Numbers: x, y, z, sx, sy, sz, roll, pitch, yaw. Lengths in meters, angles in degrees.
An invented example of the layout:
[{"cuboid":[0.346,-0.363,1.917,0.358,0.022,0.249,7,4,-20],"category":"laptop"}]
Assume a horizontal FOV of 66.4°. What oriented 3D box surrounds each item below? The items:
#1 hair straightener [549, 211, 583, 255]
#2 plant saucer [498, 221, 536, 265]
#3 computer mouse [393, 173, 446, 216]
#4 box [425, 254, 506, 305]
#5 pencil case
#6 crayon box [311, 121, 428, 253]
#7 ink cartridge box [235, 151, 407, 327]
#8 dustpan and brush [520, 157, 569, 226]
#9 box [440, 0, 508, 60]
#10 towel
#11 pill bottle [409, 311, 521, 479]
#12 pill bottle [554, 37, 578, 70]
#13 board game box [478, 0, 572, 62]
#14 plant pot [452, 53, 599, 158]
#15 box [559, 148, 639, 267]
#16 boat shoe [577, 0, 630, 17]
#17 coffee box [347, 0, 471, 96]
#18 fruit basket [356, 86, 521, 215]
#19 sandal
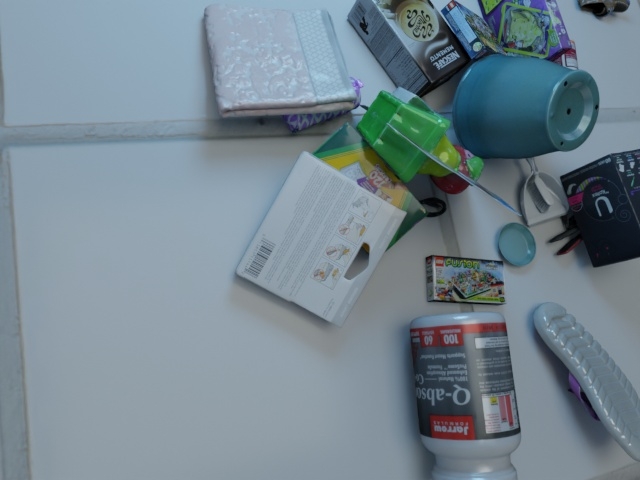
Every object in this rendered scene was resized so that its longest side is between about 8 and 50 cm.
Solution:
[{"cuboid":[0.720,-0.048,1.372,0.230,0.047,0.089,-31,88,-22],"category":"hair straightener"},{"cuboid":[0.520,0.011,1.307,0.119,0.021,0.119,4,75,-16],"category":"plant saucer"},{"cuboid":[0.212,-0.113,1.234,0.242,0.041,0.071,20,83,-20],"category":"computer mouse"},{"cuboid":[0.365,0.101,1.227,0.207,0.036,0.114,5,75,-17],"category":"box"},{"cuboid":[0.002,-0.334,1.189,0.206,0.088,0.086,-27,76,-23],"category":"pencil case"},{"cuboid":[0.092,-0.111,1.136,0.165,0.081,0.278,-42,92,2],"category":"crayon box"},{"cuboid":[0.000,0.000,1.064,0.261,0.066,0.296,30,91,-8],"category":"ink cartridge box"},{"cuboid":[0.599,-0.160,1.351,0.147,0.060,0.211,-17,75,-16],"category":"dustpan and brush"},{"cuboid":[0.429,-0.554,1.334,0.233,0.044,0.159,-14,71,-52],"category":"box"},{"cuboid":[-0.099,-0.430,1.143,0.317,0.053,0.332,-6,62,-13],"category":"towel"},{"cuboid":[0.313,0.344,1.057,0.210,0.210,0.363,1,76,-18],"category":"pill bottle"},{"cuboid":[0.725,-0.521,1.470,0.086,0.086,0.152,5,76,-17],"category":"pill bottle"},{"cuboid":[0.560,-0.637,1.380,0.056,0.208,0.347,-10,81,-20],"category":"board game box"},{"cuboid":[0.515,-0.324,1.208,0.271,0.255,0.272,-8,109,-26],"category":"plant pot"},{"cuboid":[0.789,-0.083,1.299,0.143,0.165,0.270,-12,79,-26],"category":"box"},{"cuboid":[0.932,-0.775,1.616,0.183,0.066,0.066,8,79,-6],"category":"boat shoe"},{"cuboid":[0.235,-0.539,1.297,0.168,0.119,0.297,-36,90,-23],"category":"coffee box"},{"cuboid":[0.268,-0.206,1.120,0.353,0.327,0.165,23,110,-16],"category":"fruit basket"},{"cuboid":[0.675,0.348,1.240,0.169,0.102,0.416,-16,69,-36],"category":"sandal"}]
